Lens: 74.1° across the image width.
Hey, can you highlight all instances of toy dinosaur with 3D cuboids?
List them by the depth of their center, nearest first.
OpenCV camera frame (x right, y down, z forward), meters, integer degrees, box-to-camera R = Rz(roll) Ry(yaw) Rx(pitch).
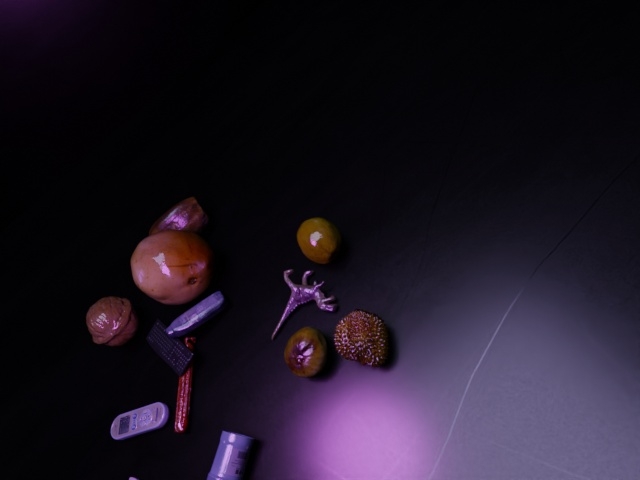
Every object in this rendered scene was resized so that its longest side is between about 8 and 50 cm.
[{"bbox_3d":[-0.074,0.196,1.415,0.252,0.072,0.199,-18,64,8],"label":"toy dinosaur"}]

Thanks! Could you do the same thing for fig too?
[{"bbox_3d":[-0.041,0.333,1.274,0.136,0.120,0.152,11,67,29],"label":"fig"}]

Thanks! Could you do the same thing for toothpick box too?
[{"bbox_3d":[-0.261,0.642,1.226,0.101,0.101,0.153,1,62,31],"label":"toothpick box"}]

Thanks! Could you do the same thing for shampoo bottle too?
[{"bbox_3d":[-0.451,0.275,1.552,0.234,0.049,0.087,-35,44,-16],"label":"shampoo bottle"}]

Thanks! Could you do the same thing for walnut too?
[{"bbox_3d":[-0.826,0.323,1.686,0.214,0.213,0.213,-15,56,22],"label":"walnut"}]

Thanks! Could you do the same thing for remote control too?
[{"bbox_3d":[-0.629,0.633,1.482,0.245,0.047,0.087,-22,56,17],"label":"remote control"}]

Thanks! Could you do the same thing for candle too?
[{"bbox_3d":[-0.472,0.495,1.473,0.051,0.048,0.328,-37,45,37],"label":"candle"}]

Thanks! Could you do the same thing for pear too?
[{"bbox_3d":[0.000,0.000,1.437,0.149,0.149,0.162,-42,60,2],"label":"pear"}]

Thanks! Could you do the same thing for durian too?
[{"bbox_3d":[0.116,0.278,1.214,0.158,0.137,0.167,-2,68,6],"label":"durian"}]

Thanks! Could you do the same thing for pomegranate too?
[{"bbox_3d":[-0.564,0.097,1.622,0.320,0.319,0.318,-15,56,22],"label":"pomegranate"}]

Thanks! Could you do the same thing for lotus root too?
[{"bbox_3d":[-0.608,-0.051,1.818,0.291,0.193,0.193,-41,50,-1],"label":"lotus root"}]

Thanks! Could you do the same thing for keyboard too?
[{"bbox_3d":[-0.588,0.369,1.585,0.381,0.041,0.103,24,82,46],"label":"keyboard"}]

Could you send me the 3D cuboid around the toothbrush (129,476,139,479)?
[{"bbox_3d":[-0.515,0.803,1.323,0.270,0.027,0.021,10,76,34],"label":"toothbrush"}]
